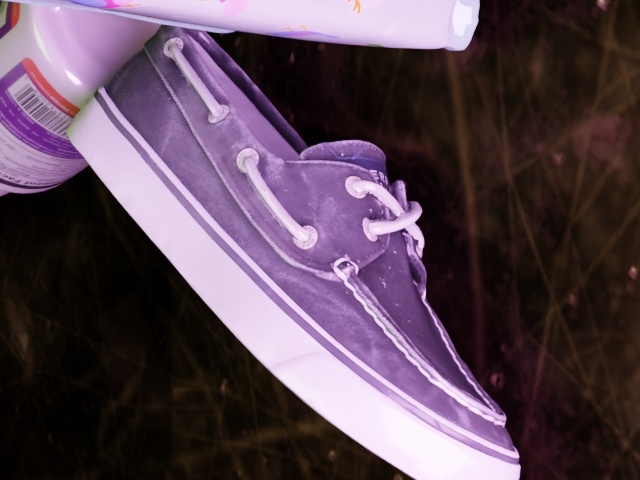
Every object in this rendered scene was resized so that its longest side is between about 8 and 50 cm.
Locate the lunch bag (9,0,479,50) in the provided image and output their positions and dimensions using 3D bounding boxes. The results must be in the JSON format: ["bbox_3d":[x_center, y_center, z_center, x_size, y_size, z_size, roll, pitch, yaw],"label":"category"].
[{"bbox_3d":[-0.080,-0.178,0.755,0.262,0.223,0.160,23,106,48],"label":"lunch bag"}]

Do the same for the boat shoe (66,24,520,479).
[{"bbox_3d":[0.000,0.000,0.791,0.102,0.108,0.301,-50,58,8],"label":"boat shoe"}]

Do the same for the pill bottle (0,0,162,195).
[{"bbox_3d":[-0.161,-0.091,0.965,0.193,0.108,0.108,-26,75,50],"label":"pill bottle"}]
